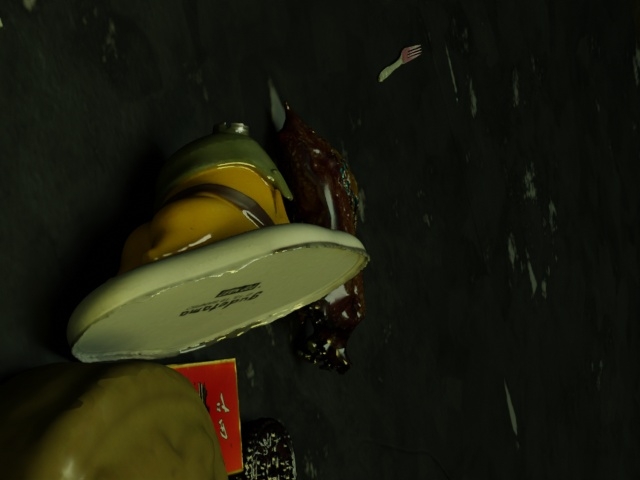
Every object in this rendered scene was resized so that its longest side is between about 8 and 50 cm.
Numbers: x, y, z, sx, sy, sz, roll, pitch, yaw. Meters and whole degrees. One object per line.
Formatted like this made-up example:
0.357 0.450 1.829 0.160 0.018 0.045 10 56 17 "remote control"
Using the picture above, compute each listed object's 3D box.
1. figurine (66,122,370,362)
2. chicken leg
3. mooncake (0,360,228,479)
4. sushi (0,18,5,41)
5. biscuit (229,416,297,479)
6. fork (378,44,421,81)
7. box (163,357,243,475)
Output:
-0.091 -0.013 1.071 0.250 0.166 0.141 -5 66 -54 "figurine"
0.000 0.000 1.338 0.105 0.063 0.233 28 57 -68 "chicken leg"
-0.130 0.178 0.935 0.235 0.117 0.234 21 66 -61 "mooncake"
-0.234 -0.126 0.878 0.126 0.026 0.120 67 26 -43 "sushi"
-0.045 0.184 1.230 0.089 0.027 0.087 -51 129 -59 "biscuit"
0.082 -0.189 1.635 0.115 0.012 0.016 -43 120 -56 "fork"
-0.099 0.134 1.127 0.133 0.023 0.090 6 81 -66 "box"
